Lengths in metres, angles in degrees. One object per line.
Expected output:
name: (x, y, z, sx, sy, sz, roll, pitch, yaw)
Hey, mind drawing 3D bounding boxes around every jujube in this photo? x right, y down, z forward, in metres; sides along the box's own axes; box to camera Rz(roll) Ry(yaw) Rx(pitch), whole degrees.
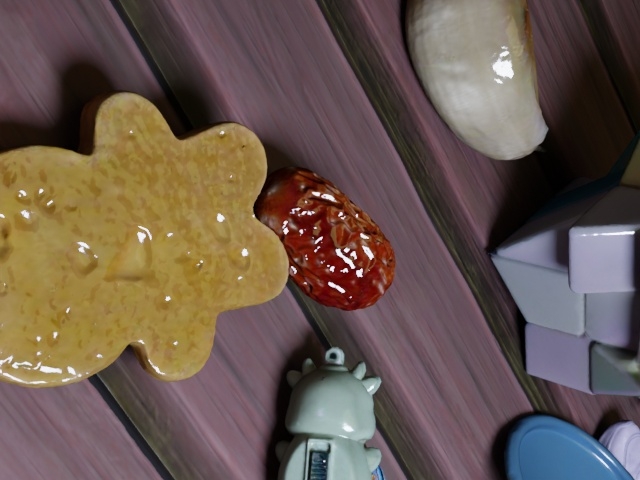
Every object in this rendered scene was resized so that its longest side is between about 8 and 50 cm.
jujube: (0.000, 0.000, 1.187, 0.176, 0.112, 0.109, 45, 27, -26)

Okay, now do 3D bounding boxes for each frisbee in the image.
frisbee: (0.342, 0.360, 1.474, 0.289, 0.049, 0.289, 29, 34, -22)

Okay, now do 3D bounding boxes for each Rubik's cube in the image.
Rubik's cube: (0.438, 0.041, 1.470, 0.387, 0.368, 0.358, -37, 129, -41)

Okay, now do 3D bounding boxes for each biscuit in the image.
biscuit: (-0.187, 0.007, 1.022, 0.355, 0.052, 0.275, -21, 100, -35)

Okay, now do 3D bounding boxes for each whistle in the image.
whistle: (0.009, 0.237, 1.181, 0.105, 0.101, 0.253, 17, 72, -46)

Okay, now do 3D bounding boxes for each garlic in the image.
garlic: (0.228, -0.214, 1.429, 0.338, 0.151, 0.196, 63, 36, -22)

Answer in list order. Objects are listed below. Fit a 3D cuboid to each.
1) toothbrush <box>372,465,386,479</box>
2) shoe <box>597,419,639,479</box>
toothbrush: (0.096, 0.452, 1.298, 0.042, 0.035, 0.413, -24, 104, -65)
shoe: (0.467, 0.381, 1.607, 0.095, 0.137, 0.245, -2, 87, -50)
